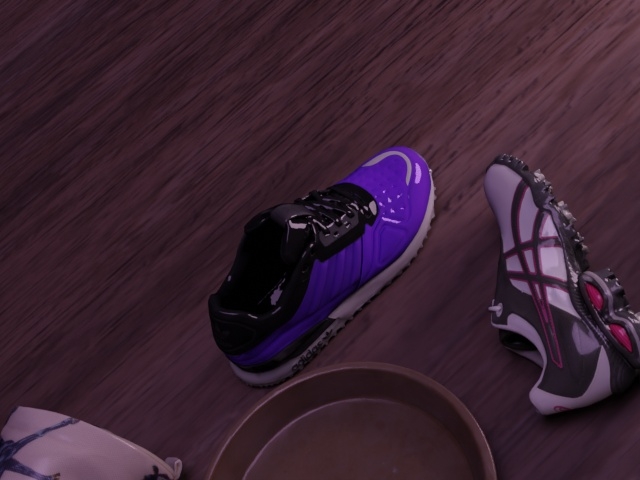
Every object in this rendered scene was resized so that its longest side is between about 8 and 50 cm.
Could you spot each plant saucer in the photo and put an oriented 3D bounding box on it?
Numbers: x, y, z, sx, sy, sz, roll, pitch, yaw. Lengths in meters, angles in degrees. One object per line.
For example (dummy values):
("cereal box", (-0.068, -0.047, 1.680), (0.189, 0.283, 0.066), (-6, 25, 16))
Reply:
("plant saucer", (0.022, 0.236, 1.001), (0.278, 0.041, 0.277), (-12, 51, 16))

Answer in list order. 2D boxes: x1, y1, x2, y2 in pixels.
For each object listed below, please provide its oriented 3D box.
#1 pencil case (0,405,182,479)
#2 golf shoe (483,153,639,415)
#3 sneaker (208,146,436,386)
("pencil case", (-0.266, 0.336, 0.977), (0.160, 0.183, 0.410), (-15, 44, 51))
("golf shoe", (0.194, 0.031, 1.039), (0.120, 0.105, 0.272), (-32, 48, 9))
("sneaker", (0.000, 0.001, 1.113), (0.102, 0.146, 0.293), (29, 71, 36))
